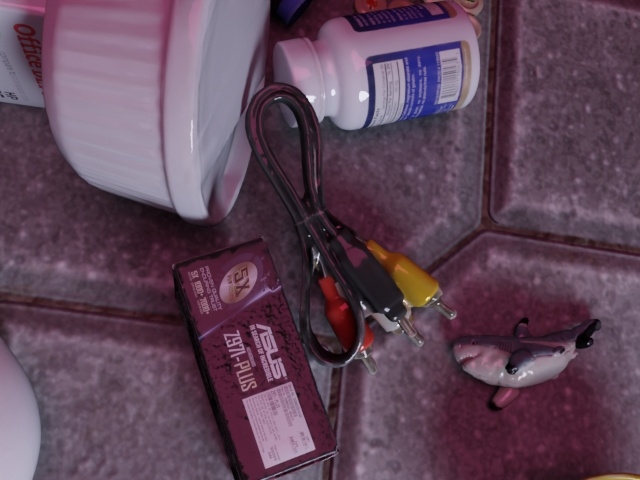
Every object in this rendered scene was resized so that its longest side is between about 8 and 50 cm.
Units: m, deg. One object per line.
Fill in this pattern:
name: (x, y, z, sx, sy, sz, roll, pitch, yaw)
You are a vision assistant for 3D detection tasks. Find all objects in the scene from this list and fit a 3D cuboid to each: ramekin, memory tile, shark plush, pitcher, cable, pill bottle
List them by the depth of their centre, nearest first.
pitcher: (-0.326, 0.126, 0.594, 0.177, 0.125, 0.207, -26, 69, 5)
ramekin: (-0.130, -0.153, 0.627, 0.127, 0.273, 0.273, 8, 73, 4)
cable: (0.000, 0.000, 0.687, 0.139, 0.072, 0.287, -36, 93, -4)
shark plush: (0.212, 0.099, 0.725, 0.161, 0.073, 0.067, -23, 50, -11)
pill bottle: (0.052, -0.171, 0.736, 0.186, 0.112, 0.112, -12, 78, -13)
memory tile: (0.114, -0.282, 0.829, 0.148, 0.012, 0.113, 12, 73, -7)

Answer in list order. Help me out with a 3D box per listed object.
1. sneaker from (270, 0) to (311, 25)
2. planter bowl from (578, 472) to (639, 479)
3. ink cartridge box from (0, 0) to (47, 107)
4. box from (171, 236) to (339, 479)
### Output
sneaker: (-0.001, -0.341, 0.788, 0.090, 0.081, 0.232, 38, 73, -6)
planter bowl: (0.250, 0.317, 0.651, 0.217, 0.090, 0.217, 3, 74, -10)
ink cartridge box: (-0.337, -0.253, 0.640, 0.270, 0.198, 0.197, 6, 76, -9)
box: (-0.061, 0.106, 0.622, 0.077, 0.147, 0.180, -17, 78, -14)
